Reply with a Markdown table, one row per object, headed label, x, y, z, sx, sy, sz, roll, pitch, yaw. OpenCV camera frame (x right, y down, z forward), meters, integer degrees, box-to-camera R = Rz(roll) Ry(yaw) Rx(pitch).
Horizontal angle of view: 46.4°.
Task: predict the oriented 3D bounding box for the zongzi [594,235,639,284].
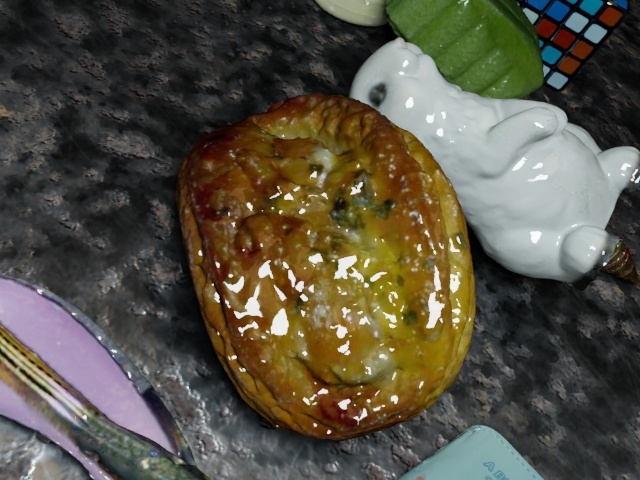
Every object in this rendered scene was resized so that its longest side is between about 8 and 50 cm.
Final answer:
| label | x | y | z | sx | sy | sz | roll | pitch | yaw |
| --- | --- | --- | --- | --- | --- | --- | --- | --- | --- |
| zongzi | 0.407 | 0.018 | 1.042 | 0.083 | 0.067 | 0.074 | 35 | 34 | -24 |

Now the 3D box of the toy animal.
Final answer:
| label | x | y | z | sx | sy | sz | roll | pitch | yaw |
| --- | --- | --- | --- | --- | --- | --- | --- | --- | --- |
| toy animal | 0.190 | -0.089 | 0.905 | 0.357 | 0.258 | 0.194 | 27 | 60 | 7 |

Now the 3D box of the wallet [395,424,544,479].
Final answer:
| label | x | y | z | sx | sy | sz | roll | pitch | yaw |
| --- | --- | --- | --- | --- | --- | --- | --- | --- | --- |
| wallet | 0.121 | 0.287 | 0.676 | 0.250 | 0.075 | 0.176 | -21 | 54 | -36 |

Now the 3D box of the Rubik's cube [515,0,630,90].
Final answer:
| label | x | y | z | sx | sy | sz | roll | pitch | yaw |
| --- | --- | --- | --- | --- | --- | --- | --- | --- | --- |
| Rubik's cube | 0.381 | -0.393 | 1.229 | 0.187 | 0.182 | 0.184 | 27 | 48 | -6 |

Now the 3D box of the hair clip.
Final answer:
| label | x | y | z | sx | sy | sz | roll | pitch | yaw |
| --- | --- | --- | --- | --- | --- | --- | --- | --- | --- |
| hair clip | -0.214 | 0.135 | 0.643 | 0.358 | 0.095 | 0.110 | 36 | 83 | 13 |

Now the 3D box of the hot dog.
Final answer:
| label | x | y | z | sx | sy | sz | roll | pitch | yaw |
| --- | --- | --- | --- | --- | --- | --- | --- | --- | --- |
| hot dog | 0.000 | 0.000 | 0.756 | 0.266 | 0.174 | 0.388 | -14 | 60 | -7 |

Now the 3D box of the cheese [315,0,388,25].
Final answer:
| label | x | y | z | sx | sy | sz | roll | pitch | yaw |
| --- | --- | --- | --- | --- | --- | --- | --- | --- | --- |
| cheese | 0.017 | -0.390 | 1.128 | 0.227 | 0.064 | 0.137 | 3 | 52 | -26 |

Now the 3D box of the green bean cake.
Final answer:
| label | x | y | z | sx | sy | sz | roll | pitch | yaw |
| --- | --- | --- | --- | --- | --- | --- | --- | --- | --- |
| green bean cake | 0.209 | -0.308 | 1.073 | 0.248 | 0.125 | 0.222 | 39 | 32 | -19 |
